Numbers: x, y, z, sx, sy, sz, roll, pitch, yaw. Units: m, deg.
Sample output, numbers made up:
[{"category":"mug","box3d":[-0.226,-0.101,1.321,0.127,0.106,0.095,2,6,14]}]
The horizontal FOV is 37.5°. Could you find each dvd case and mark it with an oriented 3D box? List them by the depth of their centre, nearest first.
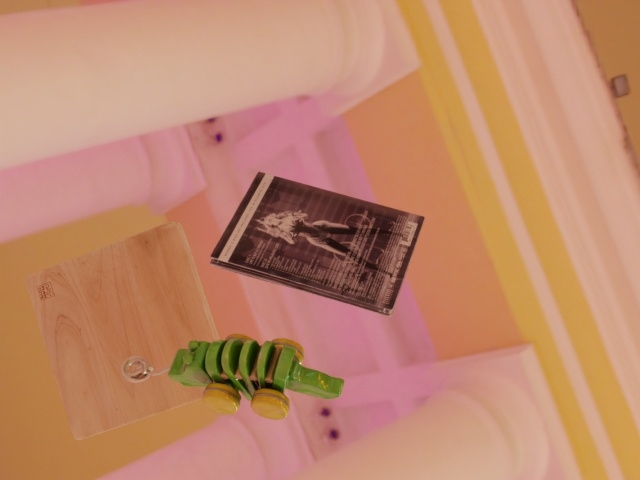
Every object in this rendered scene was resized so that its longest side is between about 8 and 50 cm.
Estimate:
[{"category":"dvd case","box3d":[0.000,0.000,1.131,0.221,0.164,0.018,16,-44,9]}]

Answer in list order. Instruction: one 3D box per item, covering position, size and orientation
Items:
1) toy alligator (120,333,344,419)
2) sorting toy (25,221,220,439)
[{"category":"toy alligator","box3d":[-0.077,0.093,0.708,0.189,0.056,0.051,3,-39,20]},{"category":"sorting toy","box3d":[-0.276,0.134,1.418,0.255,0.089,0.257,-20,-96,11]}]
